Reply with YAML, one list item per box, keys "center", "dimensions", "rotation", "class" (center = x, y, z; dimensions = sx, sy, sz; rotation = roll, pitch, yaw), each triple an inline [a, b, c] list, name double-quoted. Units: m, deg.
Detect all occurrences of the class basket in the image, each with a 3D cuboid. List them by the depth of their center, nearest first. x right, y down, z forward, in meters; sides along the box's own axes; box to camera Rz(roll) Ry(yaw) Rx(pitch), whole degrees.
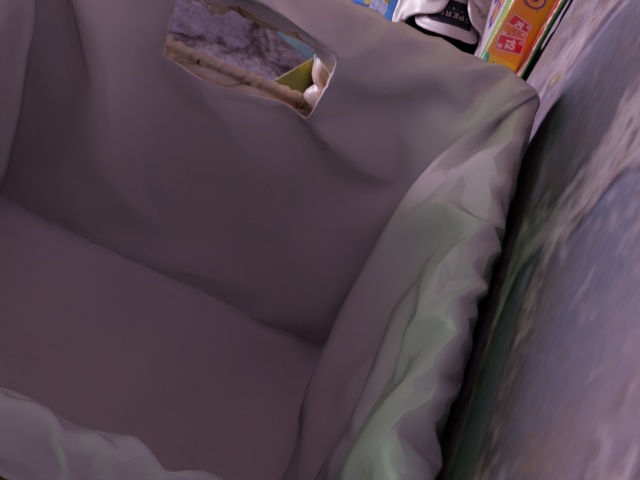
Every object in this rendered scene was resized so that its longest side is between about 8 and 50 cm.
- center: [-0.103, 0.040, 0.773]
  dimensions: [0.266, 0.328, 0.331]
  rotation: [113, 179, -48]
  class: "basket"

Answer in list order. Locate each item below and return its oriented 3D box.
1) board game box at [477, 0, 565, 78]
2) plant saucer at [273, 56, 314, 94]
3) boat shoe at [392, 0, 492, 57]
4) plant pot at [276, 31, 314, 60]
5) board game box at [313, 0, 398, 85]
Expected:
- center: [0.155, -0.200, 1.015]
  dimensions: [0.259, 0.039, 0.124]
  rotation: [-74, 9, -57]
  class: "board game box"
- center: [-0.092, -0.106, 1.464]
  dimensions: [0.241, 0.037, 0.241]
  rotation: [-33, 5, 3]
  class: "plant saucer"
- center: [0.105, -0.190, 1.201]
  dimensions: [0.088, 0.096, 0.267]
  rotation: [-80, 14, -63]
  class: "boat shoe"
- center: [0.054, -0.402, 1.910]
  dimensions: [0.334, 0.341, 0.341]
  rotation: [99, -165, -70]
  class: "plant pot"
- center: [0.069, -0.258, 1.483]
  dimensions: [0.308, 0.086, 0.302]
  rotation: [-68, -16, -52]
  class: "board game box"
